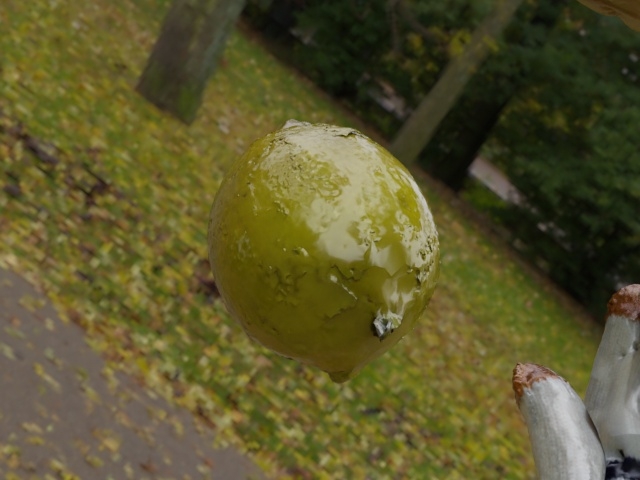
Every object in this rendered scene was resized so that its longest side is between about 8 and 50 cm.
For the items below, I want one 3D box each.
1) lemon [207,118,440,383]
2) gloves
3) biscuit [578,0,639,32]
[{"bbox_3d":[0.000,0.000,0.891,0.173,0.173,0.206,29,39,-48],"label":"lemon"},{"bbox_3d":[0.191,0.129,0.663,0.131,0.140,0.218,51,34,-41],"label":"gloves"},{"bbox_3d":[0.383,-0.161,1.003,0.355,0.052,0.275,28,15,38],"label":"biscuit"}]
